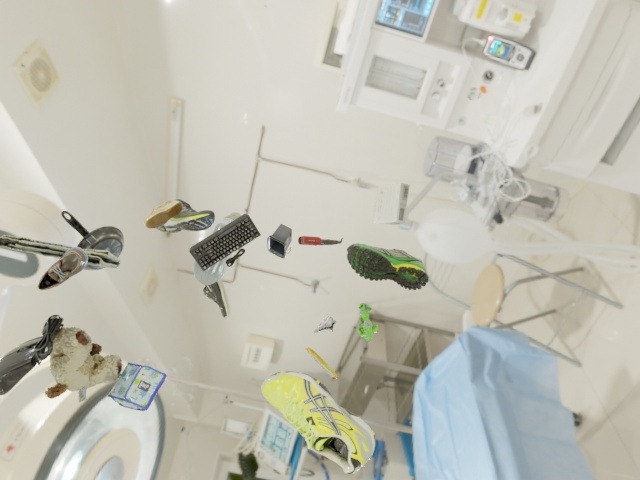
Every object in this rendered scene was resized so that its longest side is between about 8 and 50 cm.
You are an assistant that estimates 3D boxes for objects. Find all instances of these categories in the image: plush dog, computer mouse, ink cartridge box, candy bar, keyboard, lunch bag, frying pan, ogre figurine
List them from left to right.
[{"bbox_3d":[-0.882,0.342,1.443,0.272,0.072,0.188,-43,30,8],"label":"computer mouse"},{"bbox_3d":[-0.812,0.377,1.606,0.225,0.210,0.262,41,166,45],"label":"plush dog"},{"bbox_3d":[-0.804,-0.011,1.781,0.197,0.053,0.326,-34,-29,-38],"label":"frying pan"},{"bbox_3d":[-0.593,0.482,1.607,0.096,0.151,0.129,67,-143,-46],"label":"lunch bag"},{"bbox_3d":[-0.244,0.017,1.299,0.108,0.180,0.023,61,174,-32],"label":"keyboard"},{"bbox_3d":[0.005,0.452,1.807,0.018,0.161,0.040,-41,-5,-31],"label":"candy bar"},{"bbox_3d":[0.215,0.395,2.298,0.118,0.096,0.197,-101,20,-46],"label":"ogre figurine"},{"bbox_3d":[0.257,-0.130,1.806,0.179,0.045,0.146,180,99,-70],"label":"ink cartridge box"}]

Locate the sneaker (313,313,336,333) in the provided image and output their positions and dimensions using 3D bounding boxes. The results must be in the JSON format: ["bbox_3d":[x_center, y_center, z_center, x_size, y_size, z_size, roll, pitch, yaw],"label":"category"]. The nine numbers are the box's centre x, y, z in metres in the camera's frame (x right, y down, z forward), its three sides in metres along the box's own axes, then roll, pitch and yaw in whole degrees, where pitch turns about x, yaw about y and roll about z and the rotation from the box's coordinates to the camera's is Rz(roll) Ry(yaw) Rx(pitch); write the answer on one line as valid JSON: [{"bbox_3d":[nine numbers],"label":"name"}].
[{"bbox_3d":[0.022,0.348,1.954,0.098,0.069,0.038,-46,-31,-12],"label":"sneaker"}]

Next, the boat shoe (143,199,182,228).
[{"bbox_3d":[-0.591,-0.100,1.818,0.170,0.059,0.063,-39,-37,-43],"label":"boat shoe"}]

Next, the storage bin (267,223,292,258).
[{"bbox_3d":[-0.157,0.001,2.040,0.091,0.098,0.135,-59,-11,-26],"label":"storage bin"}]

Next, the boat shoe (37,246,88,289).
[{"bbox_3d":[-0.720,0.088,1.369,0.183,0.066,0.066,-38,14,24],"label":"boat shoe"}]

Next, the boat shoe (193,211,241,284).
[{"bbox_3d":[-0.331,0.032,1.633,0.302,0.109,0.094,-53,2,36],"label":"boat shoe"}]

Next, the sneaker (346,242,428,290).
[{"bbox_3d":[0.265,0.092,1.990,0.146,0.343,0.134,-84,16,-59],"label":"sneaker"}]

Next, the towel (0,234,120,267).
[{"bbox_3d":[-0.820,0.033,1.567,0.324,0.312,0.056,165,117,-75],"label":"towel"}]

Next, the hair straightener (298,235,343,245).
[{"bbox_3d":[0.000,0.000,2.336,0.089,0.230,0.047,172,95,-66],"label":"hair straightener"}]

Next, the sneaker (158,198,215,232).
[{"bbox_3d":[-0.535,-0.105,1.918,0.111,0.299,0.121,30,-118,-58],"label":"sneaker"}]

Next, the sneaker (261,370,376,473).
[{"bbox_3d":[-0.015,0.523,1.441,0.145,0.384,0.147,-64,-13,17],"label":"sneaker"}]

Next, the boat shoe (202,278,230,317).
[{"bbox_3d":[-0.395,0.184,1.826,0.084,0.079,0.233,-118,9,-75],"label":"boat shoe"}]
